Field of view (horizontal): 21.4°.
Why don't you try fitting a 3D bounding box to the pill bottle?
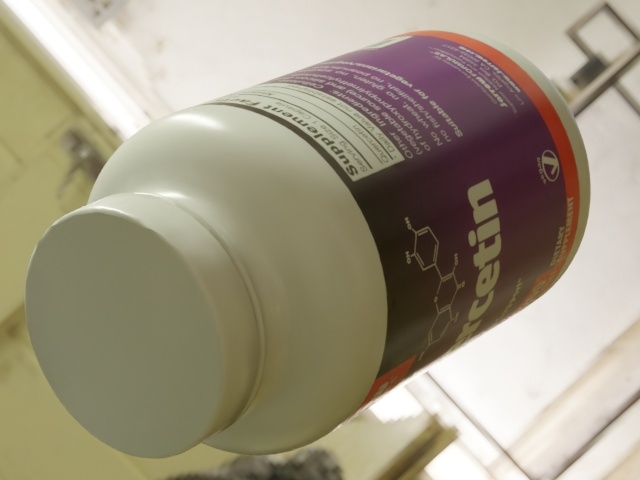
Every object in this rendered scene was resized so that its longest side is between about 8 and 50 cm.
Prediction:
[{"bbox_3d":[0.000,0.000,0.907,0.181,0.181,0.323,-41,-9,39],"label":"pill bottle"}]
